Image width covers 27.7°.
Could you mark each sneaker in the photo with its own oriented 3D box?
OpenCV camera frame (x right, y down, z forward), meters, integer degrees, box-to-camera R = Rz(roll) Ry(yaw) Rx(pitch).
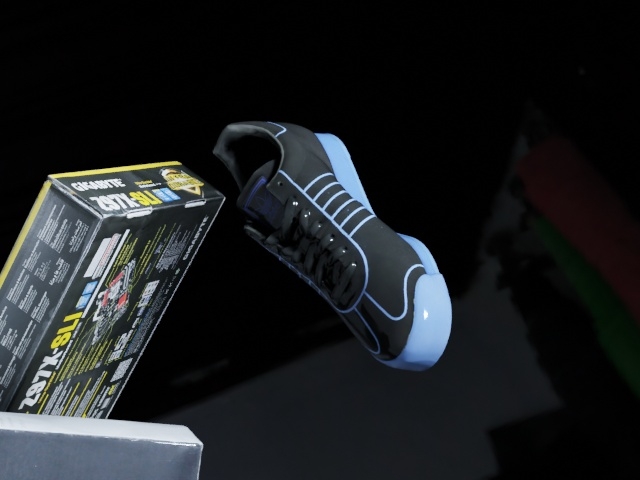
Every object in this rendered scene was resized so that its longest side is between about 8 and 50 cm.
[{"bbox_3d":[0.000,0.000,0.874,0.081,0.090,0.232,-62,-140,26],"label":"sneaker"}]

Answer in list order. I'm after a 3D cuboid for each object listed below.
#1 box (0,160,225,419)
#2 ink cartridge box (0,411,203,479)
[{"bbox_3d":[-0.249,0.077,1.332,0.079,0.322,0.257,35,18,16],"label":"box"},{"bbox_3d":[-0.252,0.196,0.862,0.065,0.332,0.165,-165,-98,-73],"label":"ink cartridge box"}]
